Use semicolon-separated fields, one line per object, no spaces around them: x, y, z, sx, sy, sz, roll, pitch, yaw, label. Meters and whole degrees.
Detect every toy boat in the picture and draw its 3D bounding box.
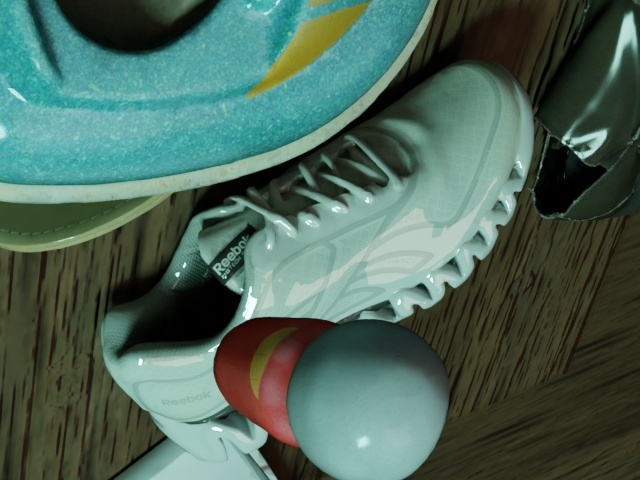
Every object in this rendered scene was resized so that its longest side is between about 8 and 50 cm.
-0.033;-0.056;0.653;0.267;0.148;0.318;-23;103;-23;toy boat

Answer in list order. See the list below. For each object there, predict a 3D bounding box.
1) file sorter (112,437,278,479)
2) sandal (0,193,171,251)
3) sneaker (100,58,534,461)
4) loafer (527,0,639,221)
-0.060;0.281;1.080;0.193;0.173;0.278;-37;146;-8;file sorter
-0.059;-0.064;0.784;0.240;0.088;0.079;-44;153;-9;sandal
0.000;0.000;0.902;0.292;0.110;0.118;-44;137;1;sneaker
0.181;-0.083;1.005;0.078;0.080;0.220;-26;143;-23;loafer
